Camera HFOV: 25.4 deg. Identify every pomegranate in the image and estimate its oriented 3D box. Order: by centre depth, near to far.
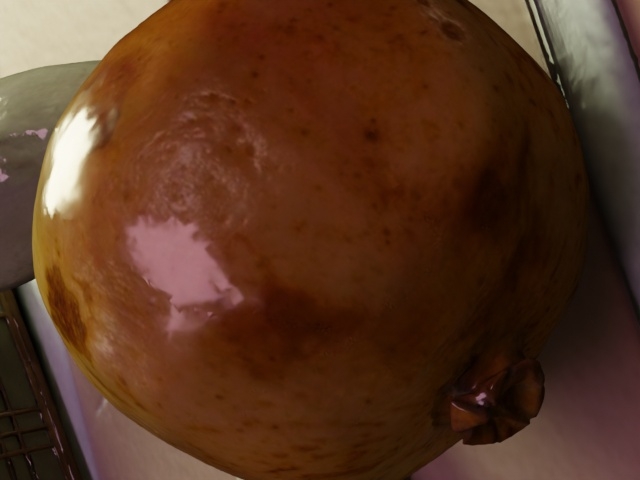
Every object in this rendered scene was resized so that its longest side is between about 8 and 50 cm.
[{"bbox_3d":[0.000,0.000,0.551,0.215,0.215,0.215,7,100,45],"label":"pomegranate"}]

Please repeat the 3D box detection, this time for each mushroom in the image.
[{"bbox_3d":[-0.140,-0.041,0.774,0.270,0.103,0.118,-16,83,40],"label":"mushroom"}]

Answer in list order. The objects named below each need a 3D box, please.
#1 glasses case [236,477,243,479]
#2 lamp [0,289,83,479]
[{"bbox_3d":[0.006,0.132,0.677,0.074,0.049,0.193,-42,64,41],"label":"glasses case"},{"bbox_3d":[-0.186,0.175,0.854,0.089,0.090,0.325,-41,67,40],"label":"lamp"}]
